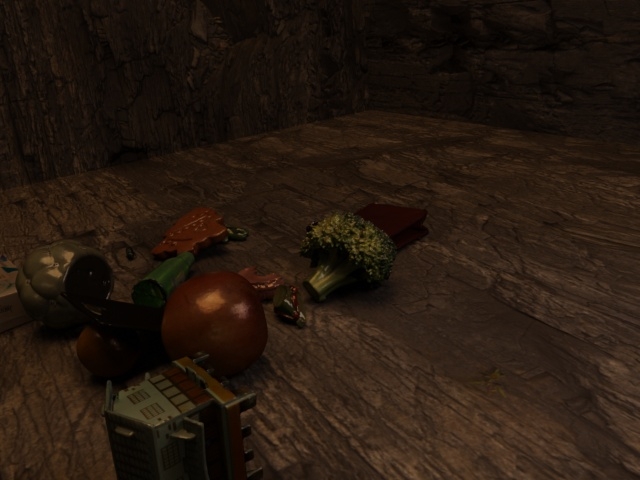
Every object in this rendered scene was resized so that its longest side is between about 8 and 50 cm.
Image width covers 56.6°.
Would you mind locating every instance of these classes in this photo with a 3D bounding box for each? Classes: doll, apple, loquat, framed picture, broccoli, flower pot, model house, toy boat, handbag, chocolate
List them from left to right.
[{"bbox_3d":[-0.698,0.120,1.622,0.195,0.246,0.246,-3,21,28],"label":"flower pot"},{"bbox_3d":[-0.487,0.249,1.375,0.141,0.141,0.141,-5,21,2],"label":"loquat"},{"bbox_3d":[-0.435,0.187,1.450,0.323,0.013,0.244,18,0,-44],"label":"framed picture"},{"bbox_3d":[-0.451,0.108,1.773,0.110,0.110,0.291,-2,19,11],"label":"chocolate"},{"bbox_3d":[-0.236,0.332,0.987,0.215,0.224,0.198,-17,26,-34],"label":"model house"},{"bbox_3d":[-0.241,0.186,1.327,0.253,0.254,0.253,-5,21,2],"label":"apple"},{"bbox_3d":[-0.335,-0.035,2.142,0.150,0.078,0.115,7,33,2],"label":"doll"},{"bbox_3d":[-0.081,0.164,1.564,0.089,0.071,0.185,-49,21,9],"label":"toy boat"},{"bbox_3d":[0.065,0.035,1.652,0.259,0.236,0.288,-12,-14,-18],"label":"broccoli"},{"bbox_3d":[0.195,-0.044,1.992,0.260,0.084,0.275,13,29,38],"label":"handbag"}]

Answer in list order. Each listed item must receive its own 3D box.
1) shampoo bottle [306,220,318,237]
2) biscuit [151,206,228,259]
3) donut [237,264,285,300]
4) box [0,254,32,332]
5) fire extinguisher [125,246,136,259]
[{"bbox_3d":[0.000,-0.002,1.955,0.068,0.067,0.236,-31,27,-6],"label":"shampoo bottle"},{"bbox_3d":[-0.451,-0.038,2.086,0.283,0.043,0.306,-18,32,8],"label":"biscuit"},{"bbox_3d":[-0.183,0.127,1.689,0.117,0.065,0.166,-20,24,-35],"label":"donut"},{"bbox_3d":[-0.962,0.159,1.715,0.203,0.116,0.274,-23,34,-38],"label":"box"},{"bbox_3d":[-0.661,0.048,2.075,0.038,0.025,0.083,10,14,-24],"label":"fire extinguisher"}]
